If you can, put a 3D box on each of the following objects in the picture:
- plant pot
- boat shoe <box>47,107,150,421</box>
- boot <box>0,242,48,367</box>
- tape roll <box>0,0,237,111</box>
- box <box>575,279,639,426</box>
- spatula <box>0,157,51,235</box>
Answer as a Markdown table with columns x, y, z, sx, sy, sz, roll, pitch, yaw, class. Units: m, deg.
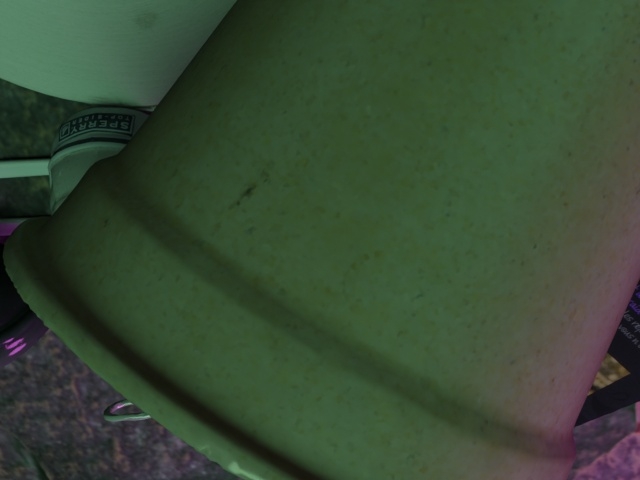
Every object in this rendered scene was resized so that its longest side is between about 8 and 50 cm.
| x | y | z | sx | sy | sz | roll | pitch | yaw | class |
| --- | --- | --- | --- | --- | --- | --- | --- | --- | --- |
| 0.057 | -0.046 | 0.644 | 0.334 | 0.334 | 0.305 | 30 | 97 | -14 | plant pot |
| -0.104 | 0.075 | 0.916 | 0.135 | 0.156 | 0.367 | -5 | 143 | 11 | boat shoe |
| -0.424 | -0.095 | 0.891 | 0.367 | 0.146 | 0.445 | -2 | 125 | 14 | boot |
| -0.142 | -0.261 | 0.737 | 0.392 | 0.072 | 0.392 | 6 | 129 | 8 | tape roll |
| 0.133 | 0.042 | 0.883 | 0.270 | 0.165 | 0.143 | -28 | 119 | 28 | box |
| -0.201 | -0.008 | 0.997 | 0.242 | 0.019 | 0.168 | -3 | 129 | 12 | spatula |
